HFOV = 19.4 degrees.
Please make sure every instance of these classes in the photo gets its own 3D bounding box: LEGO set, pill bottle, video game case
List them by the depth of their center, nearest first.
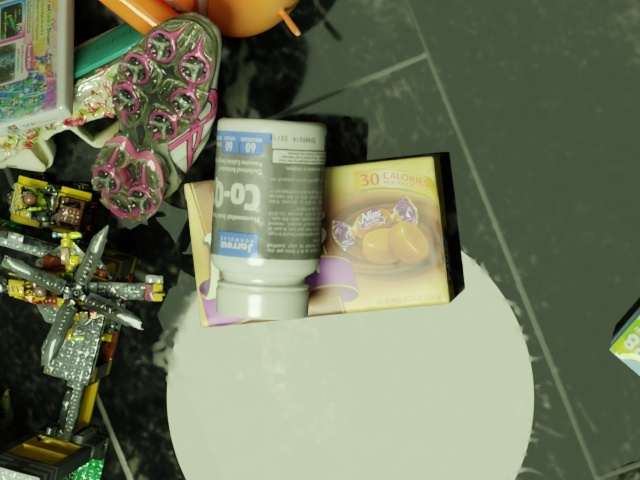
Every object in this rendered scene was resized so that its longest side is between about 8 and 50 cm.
[{"bbox_3d":[-0.037,-0.016,1.303,0.078,0.078,0.137,4,93,11],"label":"pill bottle"},{"bbox_3d":[-0.266,0.111,1.351,0.255,0.192,0.331,23,98,8],"label":"LEGO set"},{"bbox_3d":[-0.247,-0.140,1.369,0.143,0.019,0.157,-14,57,16],"label":"video game case"}]

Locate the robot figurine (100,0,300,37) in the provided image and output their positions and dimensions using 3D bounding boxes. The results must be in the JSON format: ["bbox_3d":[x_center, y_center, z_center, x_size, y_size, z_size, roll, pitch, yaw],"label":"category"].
[{"bbox_3d":[-0.095,-0.221,1.325,0.219,0.158,0.128,24,117,8],"label":"robot figurine"}]

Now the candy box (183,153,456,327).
[{"bbox_3d":[0.000,0.000,1.363,0.186,0.053,0.109,-5,93,10],"label":"candy box"}]

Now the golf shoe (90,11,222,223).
[{"bbox_3d":[-0.105,-0.098,1.305,0.067,0.086,0.186,35,137,6],"label":"golf shoe"}]

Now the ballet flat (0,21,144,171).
[{"bbox_3d":[-0.196,-0.093,1.383,0.241,0.091,0.077,-19,123,16],"label":"ballet flat"}]

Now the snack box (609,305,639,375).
[{"bbox_3d":[0.334,0.076,1.295,0.207,0.070,0.174,42,100,6],"label":"snack box"}]
